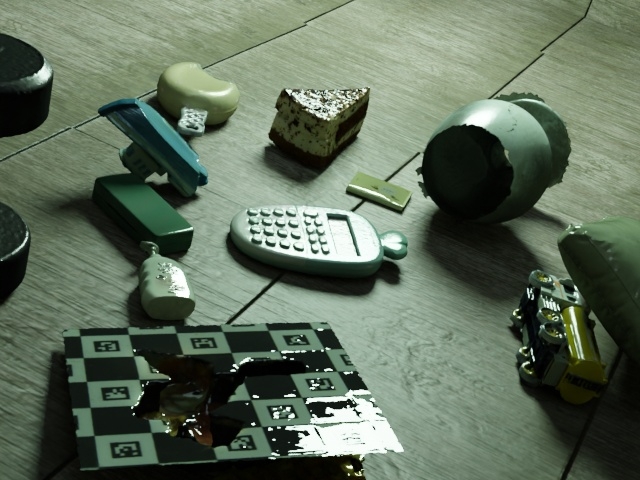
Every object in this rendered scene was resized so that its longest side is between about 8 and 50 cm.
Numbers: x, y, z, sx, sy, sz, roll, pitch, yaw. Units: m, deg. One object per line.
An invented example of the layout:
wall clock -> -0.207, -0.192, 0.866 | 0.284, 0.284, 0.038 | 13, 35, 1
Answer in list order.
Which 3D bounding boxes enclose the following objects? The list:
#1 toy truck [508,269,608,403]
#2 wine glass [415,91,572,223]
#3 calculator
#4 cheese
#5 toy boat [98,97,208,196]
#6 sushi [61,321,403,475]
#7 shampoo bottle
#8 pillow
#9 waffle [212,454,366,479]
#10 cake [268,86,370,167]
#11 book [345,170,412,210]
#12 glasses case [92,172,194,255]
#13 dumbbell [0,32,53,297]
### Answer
toy truck -> 0.358, 0.145, 1.681 | 0.114, 0.098, 0.227 | 17, 31, -7
wine glass -> 0.319, -0.152, 2.055 | 0.238, 0.238, 0.323 | 28, 22, 21
calculator -> 0.000, 0.000, 1.811 | 0.295, 0.042, 0.184 | 6, 30, -12
cheese -> -0.252, -0.262, 2.112 | 0.163, 0.071, 0.249 | 22, 30, 10
toy boat -> -0.285, -0.145, 1.844 | 0.215, 0.102, 0.088 | 47, 13, -30
sushi -> -0.121, 0.201, 1.354 | 0.359, 0.064, 0.343 | -1, 21, -15
shampoo bottle -> -0.226, 0.053, 1.597 | 0.077, 0.045, 0.152 | 4, 30, -21
pillow -> 0.489, 0.072, 1.743 | 0.255, 0.120, 0.322 | 59, 24, 11
waffle -> -0.004, 0.316, 1.239 | 0.291, 0.051, 0.291 | 13, 26, -6
cake -> 0.034, -0.216, 2.140 | 0.246, 0.112, 0.135 | -8, 39, -42
book -> 0.109, -0.091, 2.052 | 0.111, 0.014, 0.077 | 21, 29, 9
glasses case -> -0.277, -0.043, 1.743 | 0.078, 0.039, 0.184 | -11, 39, -41
dumbbell -> -0.465, -0.094, 1.443 | 0.203, 0.322, 0.204 | 12, 29, -7
